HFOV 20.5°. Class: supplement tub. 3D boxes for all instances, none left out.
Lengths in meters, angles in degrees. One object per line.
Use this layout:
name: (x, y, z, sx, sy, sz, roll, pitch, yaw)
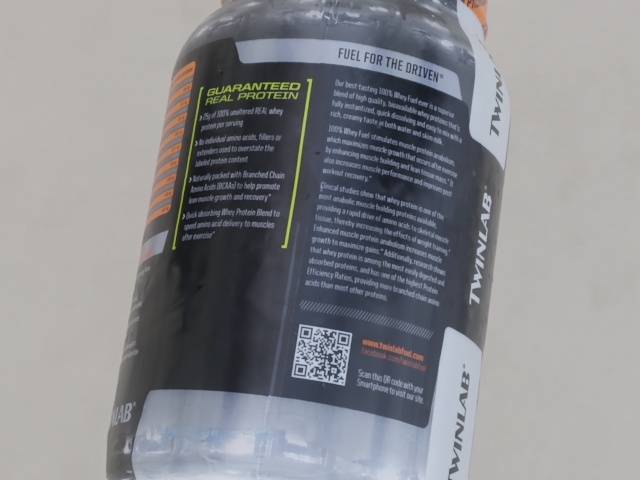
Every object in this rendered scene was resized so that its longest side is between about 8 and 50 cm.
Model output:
supplement tub: (0.000, 0.000, 1.035, 0.207, 0.207, 0.338, 18, 71, -27)
